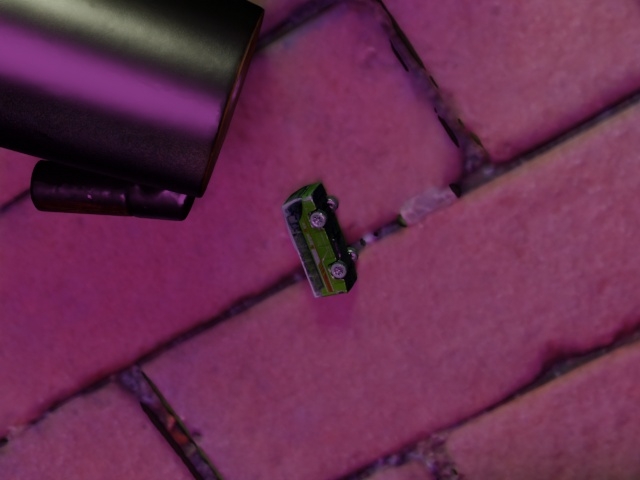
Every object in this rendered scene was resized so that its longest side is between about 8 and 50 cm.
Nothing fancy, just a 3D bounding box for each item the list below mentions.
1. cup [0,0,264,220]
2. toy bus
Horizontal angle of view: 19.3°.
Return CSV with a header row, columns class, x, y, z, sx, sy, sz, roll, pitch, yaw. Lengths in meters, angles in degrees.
class,x,y,z,sx,sy,sz,roll,pitch,yaw
cup,-0.147,-0.115,1.337,0.177,0.239,0.166,18,74,-2
toy bus,0.000,0.000,1.396,0.037,0.031,0.083,-12,111,27
